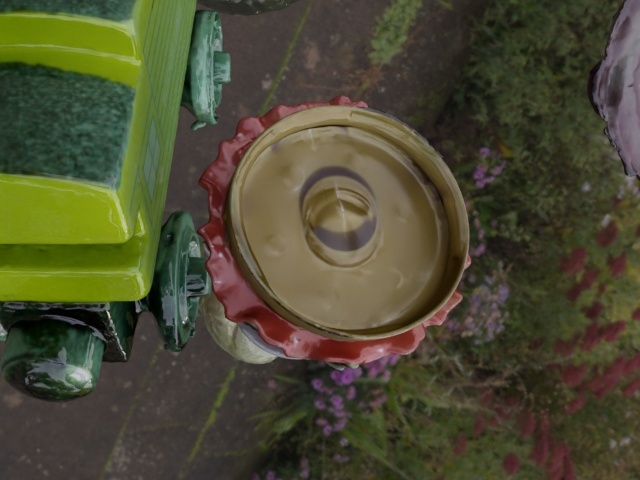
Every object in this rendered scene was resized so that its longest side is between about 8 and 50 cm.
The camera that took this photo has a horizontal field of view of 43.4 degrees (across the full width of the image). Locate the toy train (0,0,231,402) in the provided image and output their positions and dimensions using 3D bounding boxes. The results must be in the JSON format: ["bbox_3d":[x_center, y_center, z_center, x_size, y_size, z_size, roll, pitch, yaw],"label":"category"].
[{"bbox_3d":[-0.170,-0.116,0.601,0.179,0.442,0.272,1,144,0],"label":"toy train"}]

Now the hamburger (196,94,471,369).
[{"bbox_3d":[0.003,0.001,0.515,0.175,0.175,0.137,-38,180,-20],"label":"hamburger"}]

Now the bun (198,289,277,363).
[{"bbox_3d":[-0.133,0.099,1.377,0.153,0.244,0.244,0,123,-14],"label":"bun"}]

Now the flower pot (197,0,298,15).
[{"bbox_3d":[-0.096,-0.438,0.999,0.213,0.301,0.302,-61,174,-72],"label":"flower pot"}]

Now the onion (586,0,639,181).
[{"bbox_3d":[0.389,-0.180,0.813,0.280,0.146,0.315,18,99,-16],"label":"onion"}]
